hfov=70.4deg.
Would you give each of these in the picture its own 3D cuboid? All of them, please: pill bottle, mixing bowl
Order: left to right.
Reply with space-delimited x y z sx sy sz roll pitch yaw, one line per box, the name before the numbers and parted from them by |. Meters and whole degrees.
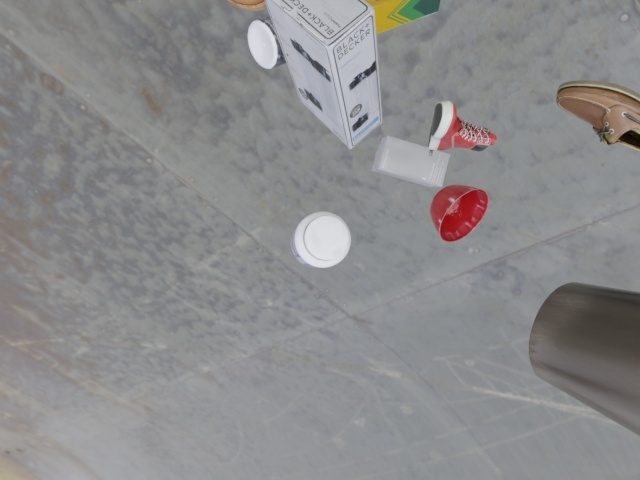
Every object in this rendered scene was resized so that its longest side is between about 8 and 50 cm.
pill bottle | -0.076 -0.591 1.304 0.130 0.246 0.130 34 142 32
pill bottle | 0.000 0.000 1.250 0.152 0.152 0.272 26 174 -6
mixing bowl | 0.391 -0.095 1.334 0.182 0.098 0.181 -19 134 -21

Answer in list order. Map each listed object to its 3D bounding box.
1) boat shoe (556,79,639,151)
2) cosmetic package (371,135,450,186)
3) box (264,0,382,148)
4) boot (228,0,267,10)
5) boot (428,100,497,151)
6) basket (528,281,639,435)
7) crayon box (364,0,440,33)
boat shoe | 0.694 -0.277 1.051 0.308 0.104 0.111 26 180 20
cosmetic package | 0.314 -0.275 1.592 0.238 0.107 0.127 12 95 -12
box | 0.016 -0.300 0.770 0.169 0.087 0.290 48 176 21
boot | -0.194 -0.483 0.688 0.109 0.220 0.283 -45 69 19
boot | 0.382 -0.295 1.188 0.177 0.088 0.244 7 176 10
basket | 0.349 0.130 0.457 0.227 0.154 0.204 20 149 58
crayon box | 0.149 -0.653 1.233 0.202 0.319 0.081 43 151 30
